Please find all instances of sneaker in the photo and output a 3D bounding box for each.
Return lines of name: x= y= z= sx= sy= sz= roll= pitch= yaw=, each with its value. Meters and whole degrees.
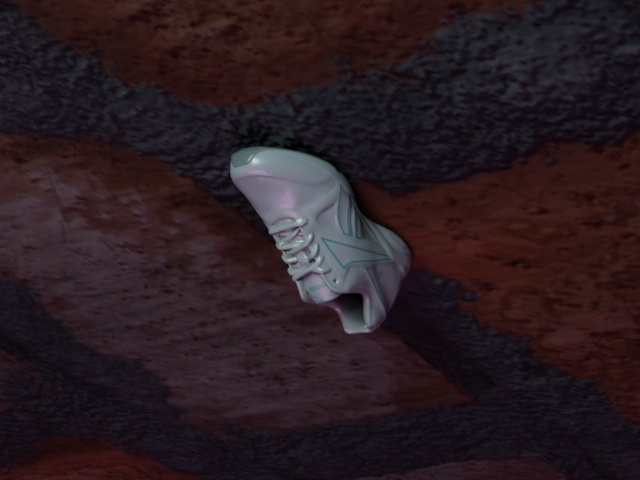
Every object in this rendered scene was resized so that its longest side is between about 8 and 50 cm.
sneaker: x=0.000 y=0.000 z=0.980 sx=0.054 sy=0.061 sz=0.152 roll=-10 pitch=141 yaw=40
